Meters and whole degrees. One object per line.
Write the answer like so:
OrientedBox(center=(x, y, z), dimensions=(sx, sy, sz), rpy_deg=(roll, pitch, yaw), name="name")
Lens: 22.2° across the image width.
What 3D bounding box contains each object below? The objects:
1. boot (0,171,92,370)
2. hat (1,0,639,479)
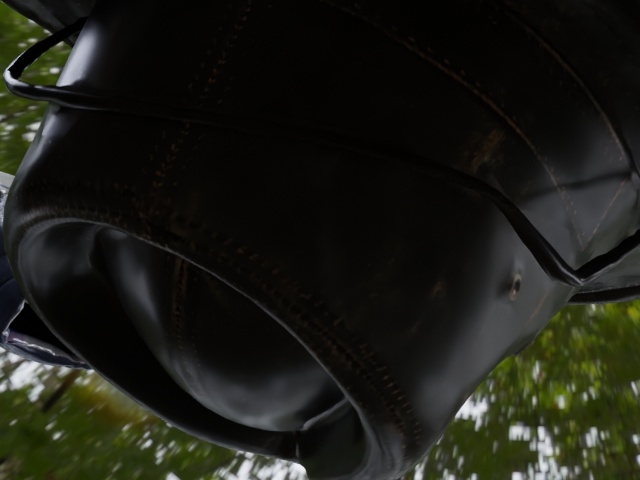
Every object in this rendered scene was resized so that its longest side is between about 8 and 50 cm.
OrientedBox(center=(-0.095, 0.030, 0.756), dimensions=(0.069, 0.190, 0.086), rpy_deg=(-54, -129, 18), name="boot")
OrientedBox(center=(0.000, 0.000, 0.493), dimensions=(0.331, 0.331, 0.134), rpy_deg=(21, -105, 4), name="hat")
